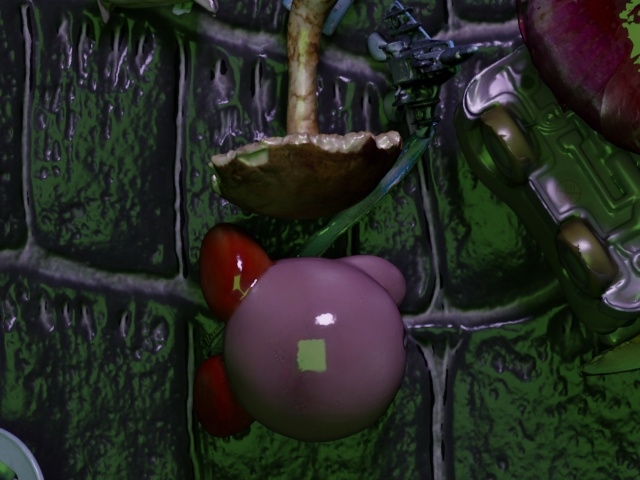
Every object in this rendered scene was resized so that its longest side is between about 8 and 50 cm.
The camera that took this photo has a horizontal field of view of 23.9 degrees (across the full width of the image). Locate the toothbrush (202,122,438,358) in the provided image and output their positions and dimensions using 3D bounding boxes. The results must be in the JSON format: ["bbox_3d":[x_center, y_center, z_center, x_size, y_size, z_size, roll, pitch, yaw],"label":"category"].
[{"bbox_3d":[0.000,0.000,1.891,0.413,0.042,0.035,-45,125,8],"label":"toothbrush"}]

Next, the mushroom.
[{"bbox_3d":[0.000,-0.160,1.803,0.208,0.233,0.301,28,73,-22],"label":"mushroom"}]

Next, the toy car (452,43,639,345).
[{"bbox_3d":[0.330,-0.071,1.773,0.242,0.226,0.336,-31,75,-8],"label":"toy car"}]

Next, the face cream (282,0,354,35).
[{"bbox_3d":[0.044,-0.362,1.831,0.075,0.075,0.229,34,99,3],"label":"face cream"}]

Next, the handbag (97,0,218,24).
[{"bbox_3d":[-0.197,-0.402,1.838,0.182,0.117,0.270,1,96,21],"label":"handbag"}]

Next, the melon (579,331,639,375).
[{"bbox_3d":[0.406,0.123,1.827,0.182,0.098,0.054,-27,74,22],"label":"melon"}]

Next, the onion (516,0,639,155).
[{"bbox_3d":[0.381,-0.260,1.563,0.347,0.285,0.347,2,73,-5],"label":"onion"}]

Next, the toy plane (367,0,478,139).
[{"bbox_3d":[0.121,-0.203,1.762,0.078,0.246,0.169,-14,95,-12],"label":"toy plane"}]

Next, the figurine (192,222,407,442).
[{"bbox_3d":[-0.022,0.133,1.793,0.261,0.211,0.269,5,104,-5],"label":"figurine"}]

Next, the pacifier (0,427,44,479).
[{"bbox_3d":[-0.478,0.362,1.905,0.227,0.207,0.279,29,98,21],"label":"pacifier"}]
